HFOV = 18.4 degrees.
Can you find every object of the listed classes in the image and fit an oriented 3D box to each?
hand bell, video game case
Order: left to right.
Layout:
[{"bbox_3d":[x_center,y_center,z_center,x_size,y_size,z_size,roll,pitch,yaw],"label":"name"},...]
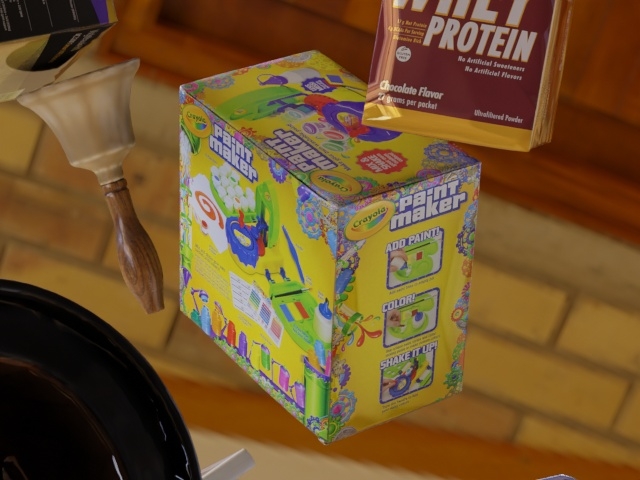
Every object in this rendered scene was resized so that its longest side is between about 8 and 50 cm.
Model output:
[{"bbox_3d":[-0.199,-0.044,1.918,0.126,0.242,0.126,-17,-174,2],"label":"hand bell"},{"bbox_3d":[-0.195,0.300,2.055,0.227,0.206,0.026,-33,-91,-29],"label":"video game case"}]

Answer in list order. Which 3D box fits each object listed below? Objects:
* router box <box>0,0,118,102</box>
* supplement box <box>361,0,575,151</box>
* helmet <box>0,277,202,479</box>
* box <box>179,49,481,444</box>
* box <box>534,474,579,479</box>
[{"bbox_3d":[-0.352,-0.183,1.866,0.243,0.081,0.309,-14,177,-22],"label":"router box"},{"bbox_3d":[0.124,-0.174,1.529,0.129,0.191,0.194,10,-174,10],"label":"supplement box"},{"bbox_3d":[-0.117,0.092,0.553,0.169,0.169,0.161,20,-173,-3],"label":"helmet"},{"bbox_3d":[0.000,0.000,2.018,0.177,0.279,0.290,-18,-143,-29],"label":"box"},{"bbox_3d":[0.246,0.243,1.496,0.225,0.036,0.136,28,161,-12],"label":"box"}]
